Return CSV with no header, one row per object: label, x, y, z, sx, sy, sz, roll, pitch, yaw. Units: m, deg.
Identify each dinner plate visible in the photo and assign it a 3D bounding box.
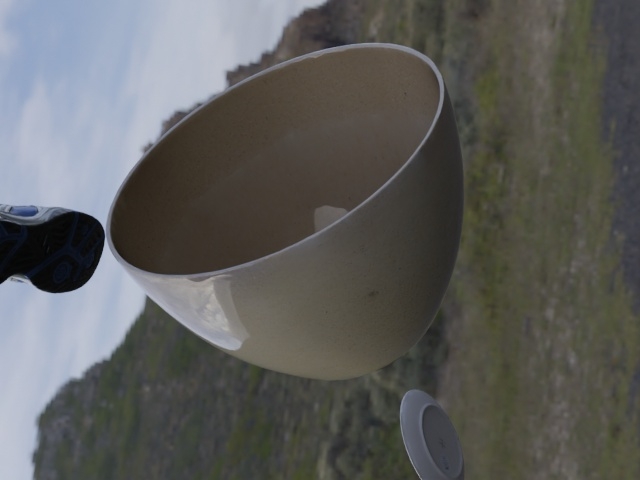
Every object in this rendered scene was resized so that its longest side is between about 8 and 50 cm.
dinner plate,0.141,0.245,1.402,0.141,0.017,0.141,40,-144,-38

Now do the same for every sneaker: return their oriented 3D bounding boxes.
sneaker,-0.266,-0.003,0.995,0.211,0.081,0.080,11,-80,-61

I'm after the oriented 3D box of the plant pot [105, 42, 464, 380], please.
plant pot,0.000,0.000,0.934,0.284,0.284,0.191,-80,-33,-51
